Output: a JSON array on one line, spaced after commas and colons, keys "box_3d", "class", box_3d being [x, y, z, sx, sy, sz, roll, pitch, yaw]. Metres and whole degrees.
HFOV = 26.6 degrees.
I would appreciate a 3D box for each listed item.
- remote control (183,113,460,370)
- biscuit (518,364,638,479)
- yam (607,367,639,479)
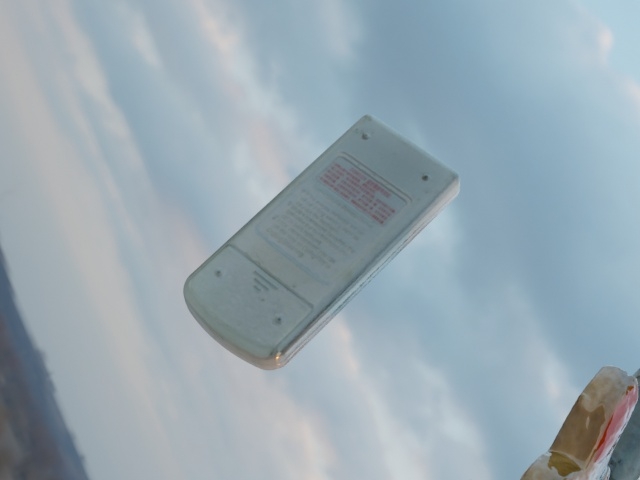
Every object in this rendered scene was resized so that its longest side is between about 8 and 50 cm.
[{"box_3d": [0.000, 0.000, 0.876, 0.087, 0.190, 0.029, 35, -24, 24], "class": "remote control"}, {"box_3d": [0.136, 0.187, 0.820, 0.036, 0.165, 0.250, 30, -37, 21], "class": "biscuit"}, {"box_3d": [0.320, 0.181, 1.360, 0.067, 0.317, 0.071, 17, -40, 37], "class": "yam"}]
